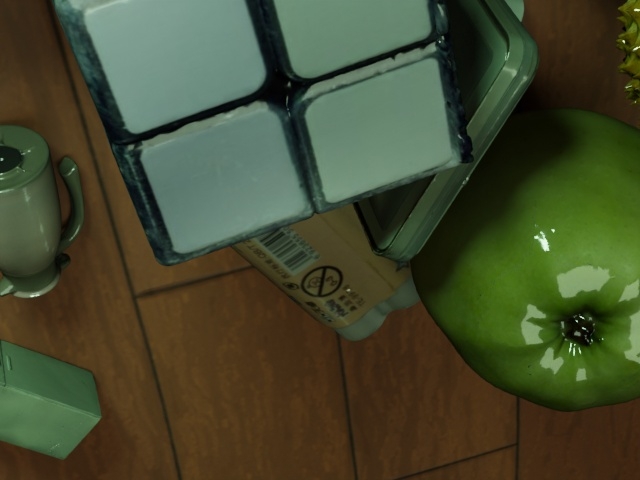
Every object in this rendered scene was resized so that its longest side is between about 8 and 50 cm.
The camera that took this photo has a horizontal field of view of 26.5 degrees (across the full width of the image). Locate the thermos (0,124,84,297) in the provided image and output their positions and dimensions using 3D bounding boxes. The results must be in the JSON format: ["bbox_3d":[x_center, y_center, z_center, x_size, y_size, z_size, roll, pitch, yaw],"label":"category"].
[{"bbox_3d":[-0.314,-0.028,1.465,0.137,0.105,0.193,-40,145,-29],"label":"thermos"}]

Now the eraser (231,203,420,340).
[{"bbox_3d":[0.000,0.000,1.612,0.171,0.087,0.290,-35,132,14],"label":"eraser"}]

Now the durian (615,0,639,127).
[{"bbox_3d":[0.483,-0.228,1.425,0.347,0.384,0.347,10,160,3],"label":"durian"}]

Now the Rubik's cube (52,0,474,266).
[{"bbox_3d":[-0.072,-0.215,1.235,0.313,0.318,0.316,-20,132,-4],"label":"Rubik's cube"}]

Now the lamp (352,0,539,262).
[{"bbox_3d":[0.099,-0.153,1.389,0.047,0.266,0.269,14,123,-29],"label":"lamp"}]

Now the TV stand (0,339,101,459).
[{"bbox_3d":[-0.399,0.170,1.609,0.269,0.083,0.088,26,119,-37],"label":"TV stand"}]

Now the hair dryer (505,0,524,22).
[{"bbox_3d":[0.191,-0.291,1.460,0.082,0.047,0.137,8,120,-26],"label":"hair dryer"}]

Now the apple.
[{"bbox_3d":[0.278,0.019,1.552,0.357,0.357,0.357,-11,132,-12],"label":"apple"}]
